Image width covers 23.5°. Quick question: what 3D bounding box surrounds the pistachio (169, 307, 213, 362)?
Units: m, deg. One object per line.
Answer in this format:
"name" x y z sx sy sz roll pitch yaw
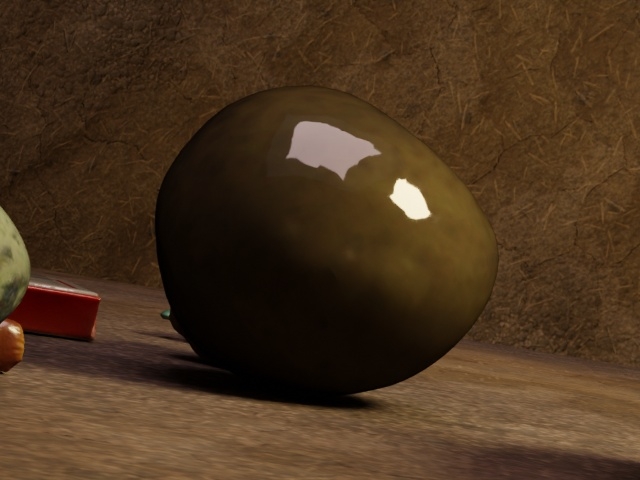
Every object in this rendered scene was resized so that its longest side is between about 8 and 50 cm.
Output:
"pistachio" -0.038 0.061 1.431 0.210 0.131 0.165 -8 39 16

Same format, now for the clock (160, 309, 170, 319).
"clock" -0.077 0.091 1.693 0.188 0.060 0.148 8 -1 21

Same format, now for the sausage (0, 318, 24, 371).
"sausage" -0.265 0.063 1.043 0.131 0.039 0.041 10 -8 -2

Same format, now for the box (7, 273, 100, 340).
"box" -0.296 0.059 1.525 0.123 0.050 0.229 9 -1 -17

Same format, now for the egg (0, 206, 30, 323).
"egg" -0.273 0.010 0.962 0.181 0.141 0.141 12 -1 -14

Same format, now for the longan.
"longan" 0.000 0.000 1.254 0.300 0.243 0.300 16 31 -10
